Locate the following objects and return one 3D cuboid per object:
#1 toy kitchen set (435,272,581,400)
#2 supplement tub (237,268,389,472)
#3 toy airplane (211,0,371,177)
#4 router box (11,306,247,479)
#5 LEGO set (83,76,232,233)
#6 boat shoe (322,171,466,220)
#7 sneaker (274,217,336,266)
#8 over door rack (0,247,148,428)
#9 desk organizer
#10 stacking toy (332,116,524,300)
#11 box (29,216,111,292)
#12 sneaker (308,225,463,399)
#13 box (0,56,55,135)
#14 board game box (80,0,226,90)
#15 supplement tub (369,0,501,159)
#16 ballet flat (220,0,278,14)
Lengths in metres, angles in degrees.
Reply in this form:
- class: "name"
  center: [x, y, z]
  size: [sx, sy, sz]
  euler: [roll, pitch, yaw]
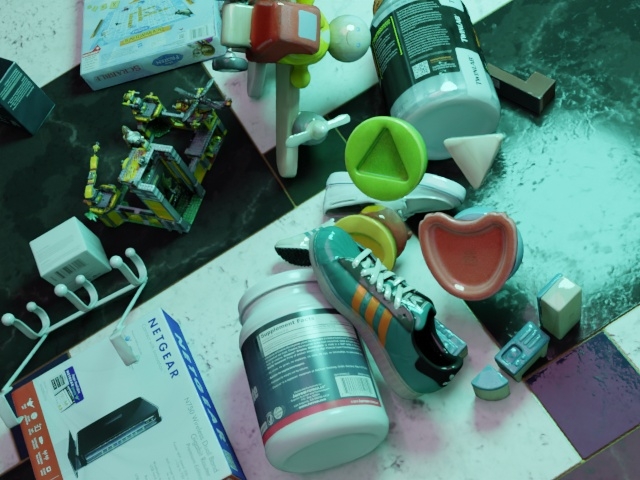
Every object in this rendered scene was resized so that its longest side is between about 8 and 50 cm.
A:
- class: "toy kitchen set"
  center: [0.271, 0.120, 1.264]
  size: [0.207, 0.122, 0.166]
  euler: [-44, 60, -9]
- class: "supplement tub"
  center: [-0.019, 0.202, 1.268]
  size: [0.191, 0.191, 0.272]
  euler: [-21, 59, 5]
- class: "toy airplane"
  center: [-0.045, -0.367, 1.509]
  size: [0.273, 0.386, 0.384]
  euler: [1, 51, 0]
- class: "router box"
  center: [-0.325, 0.325, 1.357]
  size: [0.301, 0.082, 0.335]
  euler: [-31, 59, -1]
- class: "LEGO set"
  center: [-0.330, -0.177, 1.559]
  size: [0.255, 0.192, 0.331]
  euler: [19, 70, 24]
- class: "boat shoe"
  center: [0.126, -0.064, 1.433]
  size: [0.258, 0.095, 0.084]
  euler: [3, 68, 30]
- class: "sneaker"
  center: [0.000, 0.000, 1.454]
  size: [0.162, 0.057, 0.075]
  euler: [-2, 52, 14]
- class: "over door rack"
  center: [-0.423, 0.138, 1.390]
  size: [0.240, 0.108, 0.324]
  euler: [-28, 25, 5]
- class: "desk organizer"
  center: [0.363, -0.289, 1.498]
  size: [0.130, 0.047, 0.050]
  euler: [35, 75, 28]
- class: "stacking toy"
  center: [0.175, -0.058, 1.290]
  size: [0.309, 0.130, 0.279]
  euler: [10, 109, 25]
- class: "box"
  center: [-0.473, 0.030, 1.546]
  size: [0.101, 0.102, 0.087]
  euler: [-31, 61, 0]
- class: "sneaker"
  center: [0.105, 0.093, 1.231]
  size: [0.121, 0.108, 0.302]
  euler: [-33, 92, 38]
- class: "box"
  center: [-0.693, -0.323, 1.764]
  size: [0.156, 0.158, 0.093]
  euler: [21, 71, 25]
- class: "board game box"
  center: [-0.374, -0.512, 1.823]
  size: [0.319, 0.066, 0.317]
  euler: [-12, 61, 11]
- class: "supplement tub"
  center: [0.196, -0.321, 1.479]
  size: [0.194, 0.193, 0.315]
  euler: [-15, 61, 9]
- class: "ballet flat"
  center: [-0.113, -0.513, 1.748]
  size: [0.206, 0.073, 0.067]
  euler: [0, 49, 13]
